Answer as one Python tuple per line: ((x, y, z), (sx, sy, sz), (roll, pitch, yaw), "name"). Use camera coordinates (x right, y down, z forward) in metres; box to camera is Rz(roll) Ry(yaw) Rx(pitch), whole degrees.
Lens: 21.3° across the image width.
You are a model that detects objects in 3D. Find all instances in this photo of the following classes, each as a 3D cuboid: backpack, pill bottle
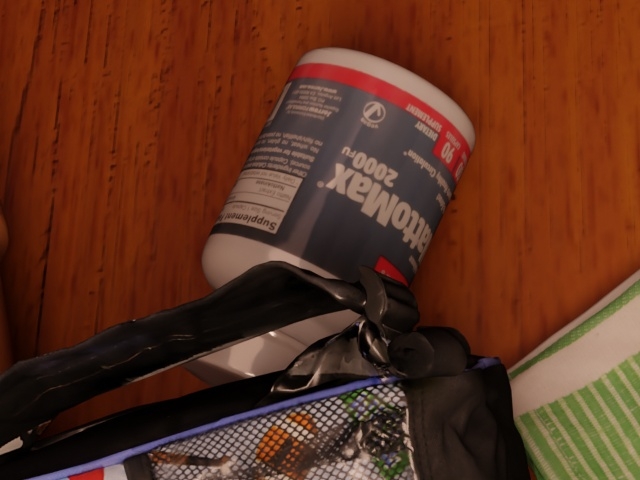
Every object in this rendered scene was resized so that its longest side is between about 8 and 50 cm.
((-0.041, 0.141, 0.723), (0.263, 0.276, 0.213), (-10, 79, 10), "backpack")
((0.000, 0.000, 0.896), (0.108, 0.108, 0.180), (19, 74, 26), "pill bottle")

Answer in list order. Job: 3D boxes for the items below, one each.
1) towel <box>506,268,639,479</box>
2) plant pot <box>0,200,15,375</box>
((0.227, 0.092, 0.738), (0.248, 0.038, 0.325), (-38, 35, 3), "towel")
((-0.274, 0.084, 0.873), (0.290, 0.291, 0.203), (-28, 76, 5), "plant pot")
